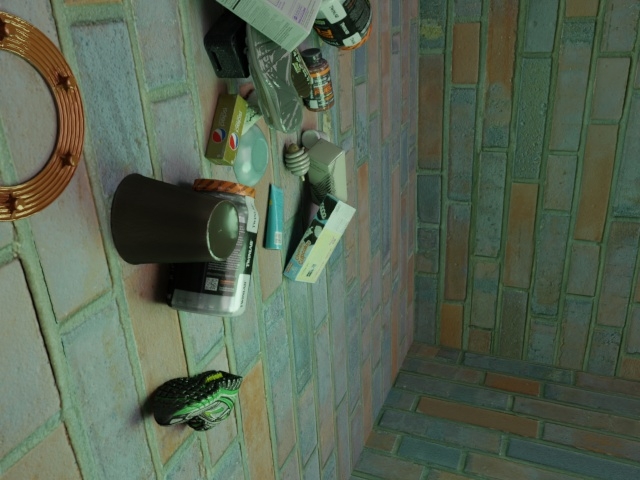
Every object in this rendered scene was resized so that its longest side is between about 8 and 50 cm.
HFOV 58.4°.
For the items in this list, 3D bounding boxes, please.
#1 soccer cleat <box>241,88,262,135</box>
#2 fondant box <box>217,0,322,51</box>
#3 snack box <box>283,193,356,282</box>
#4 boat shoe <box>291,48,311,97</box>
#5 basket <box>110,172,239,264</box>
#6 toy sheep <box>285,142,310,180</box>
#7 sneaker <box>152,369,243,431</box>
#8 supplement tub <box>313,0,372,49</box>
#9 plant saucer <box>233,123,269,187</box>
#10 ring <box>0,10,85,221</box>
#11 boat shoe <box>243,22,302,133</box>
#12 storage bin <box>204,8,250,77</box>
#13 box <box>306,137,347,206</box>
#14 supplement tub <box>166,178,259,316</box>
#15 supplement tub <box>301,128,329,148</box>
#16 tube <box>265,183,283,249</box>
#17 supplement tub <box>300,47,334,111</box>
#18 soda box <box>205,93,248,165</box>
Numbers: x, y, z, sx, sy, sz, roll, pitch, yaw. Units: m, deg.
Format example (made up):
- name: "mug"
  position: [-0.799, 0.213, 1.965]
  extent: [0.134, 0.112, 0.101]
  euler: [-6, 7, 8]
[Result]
- name: "soccer cleat"
  position: [-0.187, -0.364, 1.602]
  extent: [0.068, 0.076, 0.196]
  euler: [73, 32, -45]
- name: "fondant box"
  position: [-0.148, -0.642, 1.347]
  extent: [0.330, 0.096, 0.238]
  euler: [30, 62, -24]
- name: "snack box"
  position: [0.000, 0.000, 2.051]
  extent: [0.321, 0.060, 0.187]
  euler: [-61, 157, 4]
- name: "boat shoe"
  position: [-0.074, -0.553, 1.846]
  extent: [0.190, 0.068, 0.072]
  euler: [73, 1, -45]
- name: "basket"
  position: [-0.301, -0.034, 1.215]
  extent: [0.154, 0.227, 0.204]
  euler: [-33, 126, -63]
- name: "toy sheep"
  position: [-0.074, -0.261, 1.905]
  extent: [0.091, 0.091, 0.132]
  euler: [-51, 124, -54]
- name: "sneaker"
  position: [-0.305, 0.430, 1.471]
  extent: [0.343, 0.134, 0.146]
  euler: [16, 82, -69]
- name: "supplement tub"
  position: [0.048, -0.779, 1.891]
  extent: [0.338, 0.207, 0.207]
  euler: [23, 75, -67]
- name: "plant saucer"
  position: [-0.192, -0.249, 1.680]
  extent: [0.195, 0.038, 0.194]
  euler: [6, 90, -69]
- name: "ring"
  position: [-0.503, -0.195, 0.928]
  extent: [0.337, 0.032, 0.336]
  euler: [7, 90, -67]
- name: "boat shoe"
  position: [-0.135, -0.429, 1.483]
  extent: [0.118, 0.103, 0.320]
  euler: [-43, 133, -31]
- name: "storage bin"
  position: [-0.212, -0.517, 1.485]
  extent: [0.122, 0.085, 0.180]
  euler: [71, 32, -48]
- name: "box"
  position: [0.025, -0.224, 2.044]
  extent: [0.094, 0.113, 0.275]
  euler: [-47, 153, -23]
- name: "supplement tub"
  position: [-0.255, 0.018, 1.390]
  extent: [0.194, 0.194, 0.315]
  euler: [17, 81, -68]
- name: "supplement tub"
  position: [-0.017, -0.358, 2.038]
  extent: [0.107, 0.071, 0.070]
  euler: [-15, 110, -66]
- name: "tube"
  position: [-0.144, -0.073, 1.842]
  extent: [0.080, 0.052, 0.206]
  euler: [23, 69, -72]
- name: "supplement tub"
  position: [-0.016, -0.544, 1.939]
  extent: [0.106, 0.106, 0.197]
  euler: [-62, 149, -42]
- name: "soda box"
  position: [-0.245, -0.291, 1.504]
  extent: [0.061, 0.058, 0.181]
  euler: [32, 66, -66]
